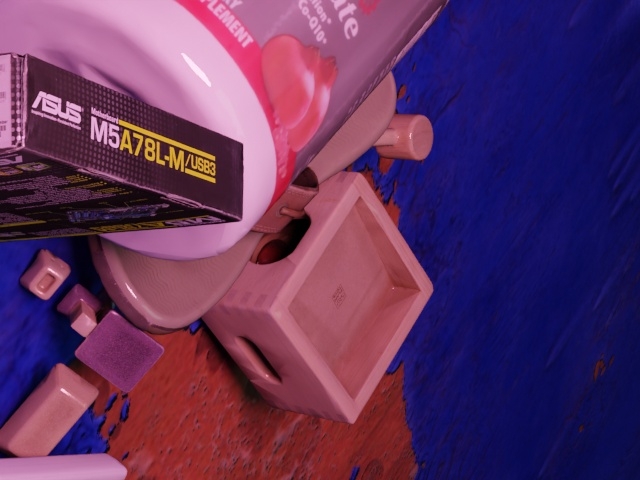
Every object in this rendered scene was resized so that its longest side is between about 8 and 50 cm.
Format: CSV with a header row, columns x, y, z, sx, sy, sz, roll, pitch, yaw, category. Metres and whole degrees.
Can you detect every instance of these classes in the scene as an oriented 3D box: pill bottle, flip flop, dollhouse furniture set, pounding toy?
x,y,z,sx,sy,sz,roll,pitch,yaw,category
-0.028,-0.150,0.905,0.318,0.176,0.176,-51,148,-36,pill bottle
-0.036,-0.050,1.003,0.277,0.080,0.112,-40,102,-36,flip flop
-0.166,0.068,0.980,0.114,0.091,0.081,-50,-162,6,dollhouse furniture set
-0.001,-0.010,1.160,0.206,0.094,0.181,-57,132,-27,pounding toy

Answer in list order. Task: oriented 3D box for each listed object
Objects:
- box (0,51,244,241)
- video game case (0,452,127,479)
x,y,z,sx,sy,sz,roll,pitch,yaw,category
-0.157,-0.032,0.714,0.184,0.190,0.045,13,74,-65,box
-0.219,0.214,0.913,0.206,0.026,0.227,-61,156,8,video game case
